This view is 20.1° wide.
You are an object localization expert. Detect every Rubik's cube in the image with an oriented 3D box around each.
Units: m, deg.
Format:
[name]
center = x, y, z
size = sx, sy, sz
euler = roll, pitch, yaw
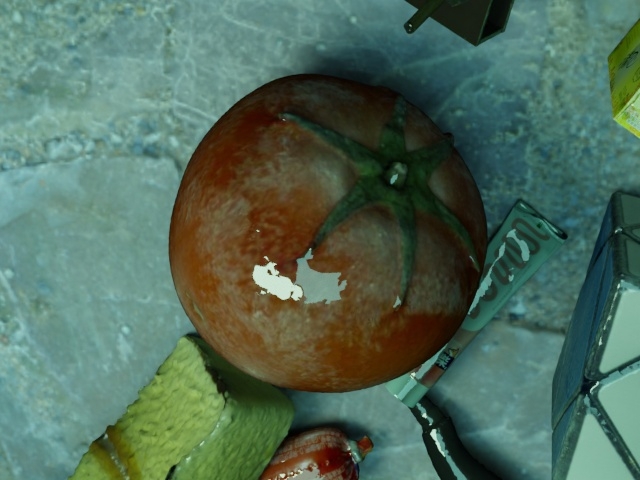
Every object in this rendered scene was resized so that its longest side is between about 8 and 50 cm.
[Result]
[Rubik's cube]
center = 0.313, 0.103, 1.499
size = 0.207, 0.205, 0.205
euler = 14, 113, 4

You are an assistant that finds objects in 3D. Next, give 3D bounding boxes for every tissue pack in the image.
[tissue pack]
center = 0.285, -0.118, 1.430
size = 0.095, 0.176, 0.062
euler = 36, 111, -6

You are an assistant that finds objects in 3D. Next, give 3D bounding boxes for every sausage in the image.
[sausage]
center = -0.076, 0.236, 1.681
size = 0.274, 0.074, 0.074
euler = -21, 107, 16

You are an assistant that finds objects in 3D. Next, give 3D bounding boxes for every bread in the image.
[bread]
center = -0.141, 0.229, 1.614
size = 0.141, 0.178, 0.266
euler = 31, 98, -13

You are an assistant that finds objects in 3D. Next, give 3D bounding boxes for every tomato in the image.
[tomato]
center = 0.000, 0.000, 1.478
size = 0.264, 0.265, 0.265
euler = 3, 112, 7

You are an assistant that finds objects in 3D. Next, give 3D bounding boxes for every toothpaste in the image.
[toothpaste]
center = 0.133, 0.060, 1.591
size = 0.056, 0.036, 0.205
euler = 36, 99, -11

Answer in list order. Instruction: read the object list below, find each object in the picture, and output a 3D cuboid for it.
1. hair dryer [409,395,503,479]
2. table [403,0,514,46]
[hair dryer]
center = 0.126, 0.265, 1.657
size = 0.303, 0.120, 0.359
euler = -35, 92, 15
[table]
center = 0.097, -0.271, 1.377
size = 0.121, 0.111, 0.240
euler = 35, 132, 24
